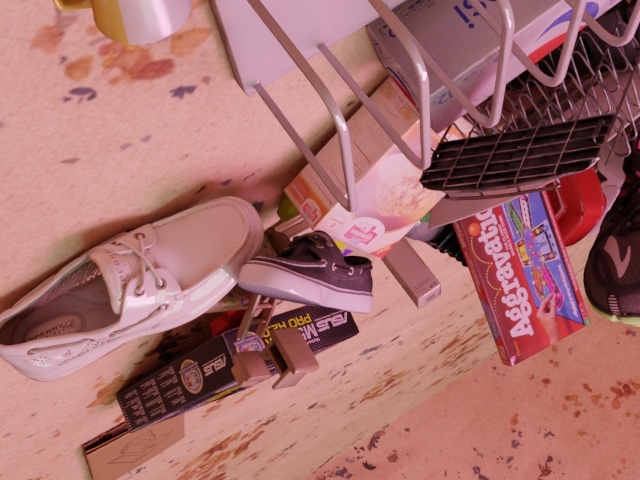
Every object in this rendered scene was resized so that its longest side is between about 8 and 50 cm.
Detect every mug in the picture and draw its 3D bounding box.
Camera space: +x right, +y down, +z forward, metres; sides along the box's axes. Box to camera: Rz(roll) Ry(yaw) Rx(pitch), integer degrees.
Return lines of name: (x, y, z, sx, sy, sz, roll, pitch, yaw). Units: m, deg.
mug: (-0.120, -0.159, 0.555, 0.078, 0.062, 0.064, -36, 154, -18)

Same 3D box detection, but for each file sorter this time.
file sorter: (0.081, -0.175, 0.672, 0.277, 0.173, 0.193, -32, 160, -7)

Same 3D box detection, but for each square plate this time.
square plate: (0.299, -0.154, 1.065, 0.344, 0.049, 0.347, -39, -176, -18)

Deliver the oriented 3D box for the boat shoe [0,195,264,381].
boat shoe: (-0.180, 0.041, 0.860, 0.277, 0.098, 0.096, -33, 161, -3)

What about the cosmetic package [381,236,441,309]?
cosmetic package: (0.124, 0.037, 1.316, 0.041, 0.115, 0.060, -34, 162, -5)

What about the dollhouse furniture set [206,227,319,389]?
dollhouse furniture set: (-0.098, 0.073, 0.944, 0.182, 0.161, 0.101, -2, 141, -46)

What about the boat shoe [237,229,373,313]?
boat shoe: (-0.005, 0.028, 0.928, 0.080, 0.076, 0.228, 6, 174, 32)

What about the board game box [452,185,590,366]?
board game box: (0.268, 0.016, 1.262, 0.145, 0.281, 0.027, -24, -170, -19)

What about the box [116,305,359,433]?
box: (-0.112, 0.165, 1.215, 0.216, 0.060, 0.270, -15, 167, -46)

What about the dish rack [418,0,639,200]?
dish rack: (0.219, -0.126, 0.864, 0.208, 0.074, 0.271, -6, -139, 44)

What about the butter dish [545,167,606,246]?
butter dish: (0.387, -0.060, 1.419, 0.118, 0.160, 0.160, 1, 147, -18)

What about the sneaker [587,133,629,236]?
sneaker: (0.560, -0.109, 1.699, 0.153, 0.101, 0.268, -22, 154, -26)

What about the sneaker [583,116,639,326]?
sneaker: (0.522, -0.084, 1.433, 0.202, 0.185, 0.483, 51, 56, -42)

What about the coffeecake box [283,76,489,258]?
coffeecake box: (0.076, -0.079, 0.983, 0.185, 0.068, 0.142, -46, 146, 16)

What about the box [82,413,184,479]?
box: (-0.287, 0.316, 1.437, 0.164, 0.021, 0.201, -27, 158, -21)

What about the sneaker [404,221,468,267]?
sneaker: (0.229, 0.009, 1.322, 0.295, 0.178, 0.124, -5, 144, -50)

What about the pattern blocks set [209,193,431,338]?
pattern blocks set: (0.000, 0.000, 1.131, 0.325, 0.026, 0.285, -24, 152, -14)

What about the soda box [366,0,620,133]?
soda box: (0.189, -0.228, 0.837, 0.286, 0.098, 0.091, -36, 161, 2)
